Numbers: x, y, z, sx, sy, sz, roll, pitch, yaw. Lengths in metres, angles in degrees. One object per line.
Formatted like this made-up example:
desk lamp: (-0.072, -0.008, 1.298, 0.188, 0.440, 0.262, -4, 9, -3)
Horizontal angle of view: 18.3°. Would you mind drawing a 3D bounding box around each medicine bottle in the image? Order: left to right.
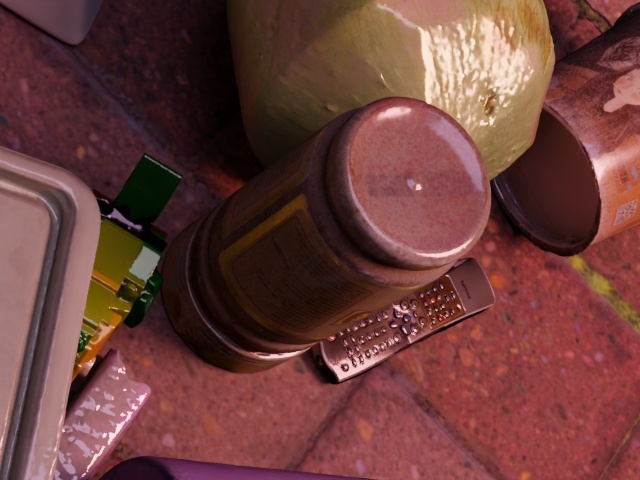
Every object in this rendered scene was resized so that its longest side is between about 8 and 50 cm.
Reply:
medicine bottle: (0.000, 0.000, 1.656, 0.151, 0.322, 0.151, 10, 68, -27)

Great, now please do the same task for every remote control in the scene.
remote control: (0.078, 0.074, 1.856, 0.212, 0.028, 0.059, -23, 90, -34)

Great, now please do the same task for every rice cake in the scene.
rice cake: (-0.243, 0.227, 1.584, 0.056, 0.073, 0.365, 42, 54, -9)

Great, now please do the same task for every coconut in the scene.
coconut: (0.067, -0.163, 1.775, 0.328, 0.281, 0.328, 46, 27, -31)

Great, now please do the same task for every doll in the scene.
doll: (-0.188, 0.033, 1.645, 0.106, 0.134, 0.186, 33, 59, -10)

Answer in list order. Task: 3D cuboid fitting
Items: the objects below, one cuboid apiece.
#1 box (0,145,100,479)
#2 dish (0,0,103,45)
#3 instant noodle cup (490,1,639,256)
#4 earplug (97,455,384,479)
box: (-0.301, 0.095, 1.527, 0.175, 0.182, 0.311, 19, 63, -23)
dish: (-0.234, -0.321, 1.786, 0.182, 0.080, 0.243, 32, 58, -17)
instant noodle cup: (0.286, -0.103, 1.947, 0.207, 0.217, 0.217, -27, 87, -29)
earplug: (0.034, 0.293, 1.652, 0.456, 0.215, 0.215, 6, 69, -33)
